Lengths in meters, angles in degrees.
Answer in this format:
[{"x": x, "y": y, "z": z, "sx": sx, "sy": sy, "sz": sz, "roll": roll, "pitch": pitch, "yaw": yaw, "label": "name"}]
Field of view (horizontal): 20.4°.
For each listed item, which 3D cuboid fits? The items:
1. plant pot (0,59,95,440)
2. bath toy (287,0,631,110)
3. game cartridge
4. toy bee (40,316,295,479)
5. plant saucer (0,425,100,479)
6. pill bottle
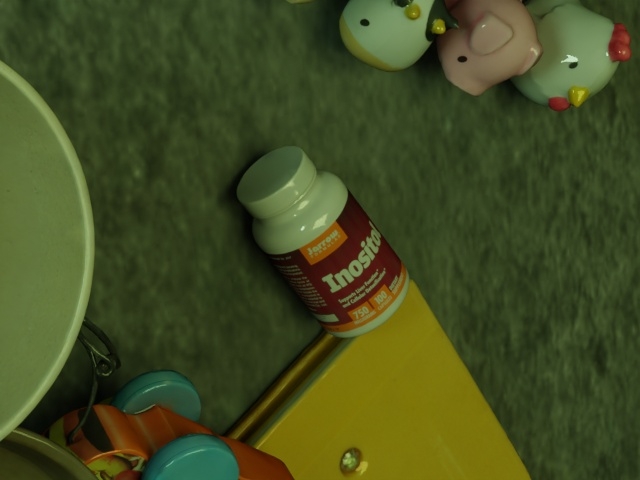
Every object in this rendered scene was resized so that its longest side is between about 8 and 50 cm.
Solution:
[{"x": -0.316, "y": -0.006, "z": 1.075, "sx": 0.256, "sy": 0.274, "sz": 0.257, "roll": -7, "pitch": 101, "yaw": -36, "label": "plant pot"}, {"x": 0.125, "y": -0.190, "z": 1.473, "sx": 0.348, "sy": 0.129, "sz": 0.151, "roll": 20, "pitch": 84, "yaw": -38, "label": "bath toy"}, {"x": 0.048, "y": 0.238, "z": 1.530, "sx": 0.285, "sy": 0.052, "sz": 0.324, "roll": -45, "pitch": 123, "yaw": -23, "label": "game cartridge"}, {"x": -0.148, "y": 0.164, "z": 1.287, "sx": 0.162, "sy": 0.195, "sz": 0.298, "roll": -41, "pitch": 113, "yaw": 6, "label": "toy bee"}, {"x": -0.258, "y": 0.240, "z": 1.166, "sx": 0.277, "sy": 0.041, "sz": 0.278, "roll": -7, "pitch": 109, "yaw": -21, "label": "plant saucer"}, {"x": 0.000, "y": 0.000, "z": 1.432, "sx": 0.086, "sy": 0.086, "sz": 0.152, "roll": -50, "pitch": 122, "yaw": -20, "label": "pill bottle"}]
